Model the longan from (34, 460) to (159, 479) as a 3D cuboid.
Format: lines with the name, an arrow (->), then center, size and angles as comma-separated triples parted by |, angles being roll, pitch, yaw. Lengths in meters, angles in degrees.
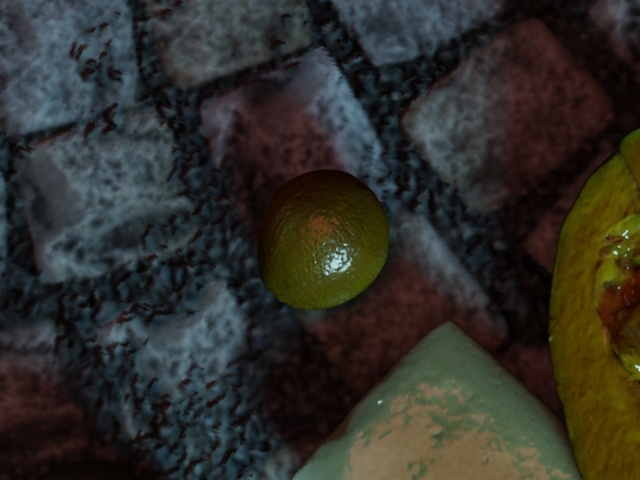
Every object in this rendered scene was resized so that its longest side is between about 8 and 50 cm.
longan -> -0.120, 0.171, 0.922 | 0.106, 0.106, 0.119 | 46, 43, 18

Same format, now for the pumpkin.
pumpkin -> 0.218, 0.082, 0.888 | 0.163, 0.111, 0.278 | 8, 53, -35

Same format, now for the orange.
orange -> 0.000, 0.000, 0.964 | 0.085, 0.085, 0.085 | -2, 73, 8

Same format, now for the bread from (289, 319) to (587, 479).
bread -> 0.088, 0.146, 0.910 | 0.139, 0.060, 0.178 | -44, 72, -7
